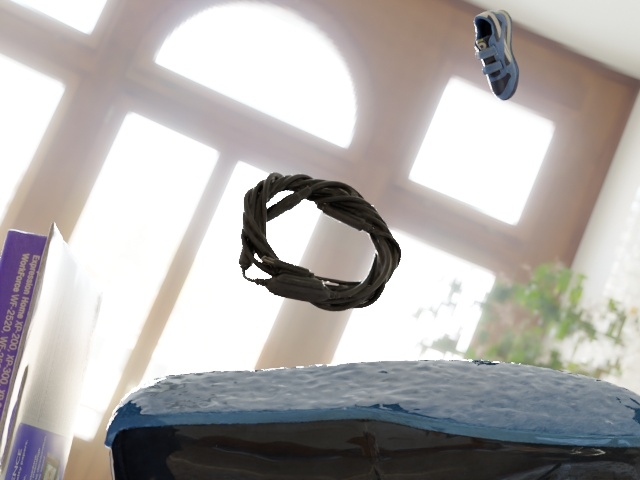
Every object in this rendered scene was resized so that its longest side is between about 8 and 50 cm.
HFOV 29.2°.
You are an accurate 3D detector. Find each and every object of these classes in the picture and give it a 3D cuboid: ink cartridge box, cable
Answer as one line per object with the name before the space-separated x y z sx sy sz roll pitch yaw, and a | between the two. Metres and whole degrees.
ink cartridge box | -0.178 0.104 0.706 0.045 0.206 0.208 11 -13 -1
cable | 0.000 0.000 1.323 0.184 0.150 0.047 9 -30 -18

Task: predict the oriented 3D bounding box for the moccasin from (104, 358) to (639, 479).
moccasin | 0.040 0.144 0.779 0.342 0.116 0.138 0 13 11

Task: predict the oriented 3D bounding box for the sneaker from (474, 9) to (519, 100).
sneaker | 0.265 -0.285 1.889 0.059 0.144 0.053 -3 -9 -42
